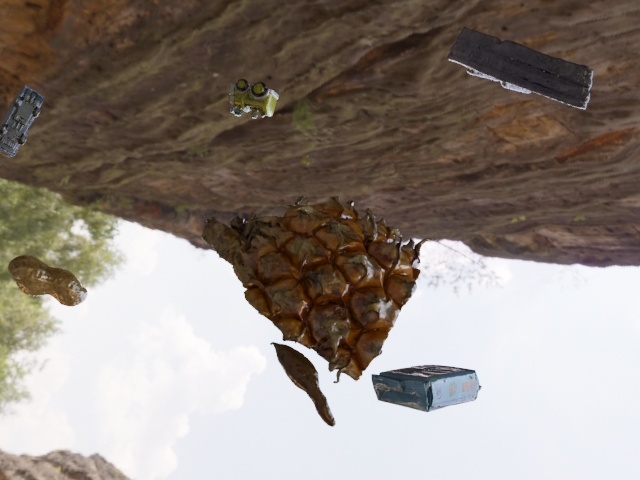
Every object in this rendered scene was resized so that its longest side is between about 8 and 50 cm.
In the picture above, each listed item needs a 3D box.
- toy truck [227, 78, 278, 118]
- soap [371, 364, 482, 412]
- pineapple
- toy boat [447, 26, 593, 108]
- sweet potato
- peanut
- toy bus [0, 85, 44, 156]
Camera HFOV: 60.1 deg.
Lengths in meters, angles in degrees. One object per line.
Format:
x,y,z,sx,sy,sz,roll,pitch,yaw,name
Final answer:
-0.154,-0.310,1.229,0.111,0.076,0.077,13,-87,14,toy truck
0.264,0.351,1.339,0.156,0.293,0.077,-2,-95,44,soap
-0.003,-0.002,0.785,0.209,0.286,0.344,-51,-175,9,pineapple
0.366,-0.312,1.012,0.283,0.127,0.078,38,-63,39,toy boat
-0.036,0.354,1.420,0.075,0.074,0.269,-47,-110,27,sweet potato
-0.655,0.102,1.334,0.089,0.192,0.089,-39,-145,35,peanut
-0.624,-0.243,1.137,0.061,0.051,0.153,-6,-120,41,toy bus
